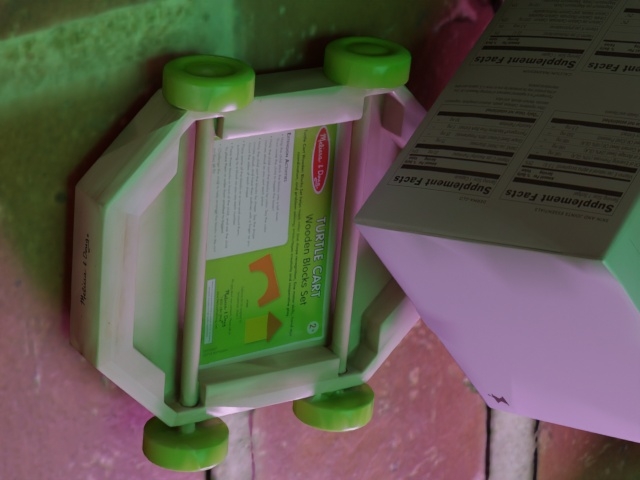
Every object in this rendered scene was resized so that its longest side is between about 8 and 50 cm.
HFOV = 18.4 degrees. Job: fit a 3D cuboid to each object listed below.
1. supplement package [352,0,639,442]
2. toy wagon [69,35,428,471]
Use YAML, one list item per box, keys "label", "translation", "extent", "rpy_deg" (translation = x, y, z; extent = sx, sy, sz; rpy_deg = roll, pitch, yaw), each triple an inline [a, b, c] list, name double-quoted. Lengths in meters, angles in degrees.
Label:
- label: "supplement package"
  translation: [0.200, -0.036, 1.244]
  extent: [0.262, 0.198, 0.199]
  rpy_deg: [-55, 130, -23]
- label: "toy wagon"
  translation: [0.000, 0.000, 1.288]
  extent: [0.344, 0.068, 0.267]
  rpy_deg: [-11, 118, -34]
